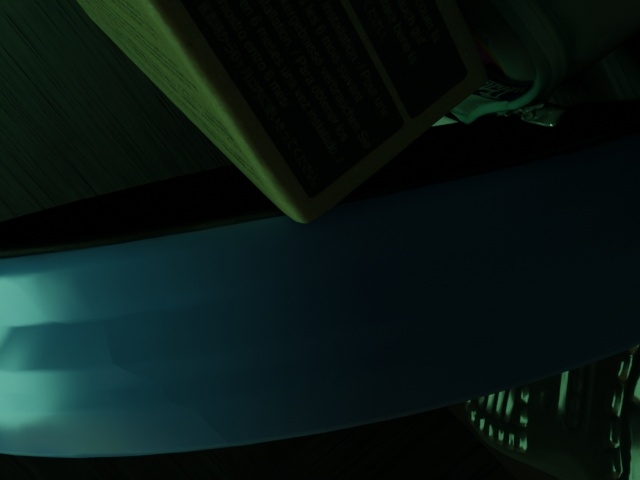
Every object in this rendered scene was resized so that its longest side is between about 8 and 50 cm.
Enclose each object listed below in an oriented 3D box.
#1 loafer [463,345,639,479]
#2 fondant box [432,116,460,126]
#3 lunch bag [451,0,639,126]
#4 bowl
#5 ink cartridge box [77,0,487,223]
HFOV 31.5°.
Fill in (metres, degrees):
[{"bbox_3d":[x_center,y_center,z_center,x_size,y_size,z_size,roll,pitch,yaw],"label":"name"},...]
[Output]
[{"bbox_3d":[0.195,0.080,0.541,0.130,0.133,0.366,5,-171,-17],"label":"loafer"},{"bbox_3d":[0.088,-0.009,0.981,0.330,0.096,0.238,30,161,50],"label":"fondant box"},{"bbox_3d":[0.027,-0.171,0.468,0.279,0.108,0.224,52,175,-4],"label":"lunch bag"},{"bbox_3d":[0.000,0.000,0.556,0.391,0.391,0.077,-150,49,-78],"label":"bowl"},{"bbox_3d":[-0.066,-0.139,0.393,0.234,0.088,0.193,46,171,49],"label":"ink cartridge box"}]
